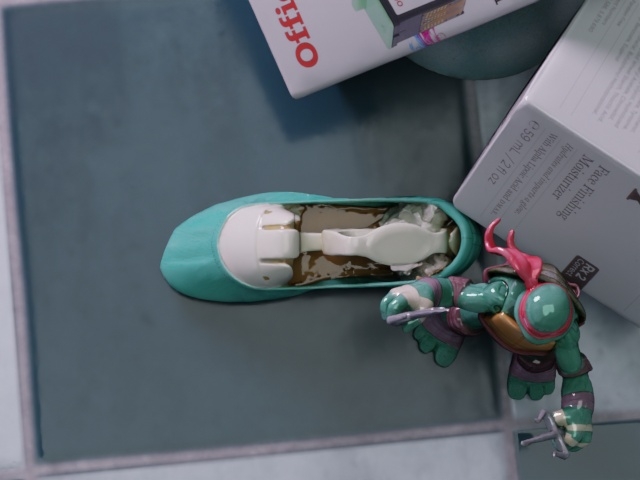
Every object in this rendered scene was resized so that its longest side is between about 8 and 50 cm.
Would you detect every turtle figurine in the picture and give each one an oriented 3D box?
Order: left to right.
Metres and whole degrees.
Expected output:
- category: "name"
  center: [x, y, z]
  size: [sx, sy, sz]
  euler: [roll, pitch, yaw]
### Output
- category: "turtle figurine"
  center: [0.136, 0.069, 1.197]
  size: [0.175, 0.234, 0.118]
  euler: [42, 84, 3]

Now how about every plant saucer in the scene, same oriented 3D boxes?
- category: "plant saucer"
  center: [0.124, -0.225, 1.329]
  size: [0.195, 0.037, 0.195]
  euler: [0, 84, -1]

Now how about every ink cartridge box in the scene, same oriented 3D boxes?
- category: "ink cartridge box"
  center: [0.072, -0.247, 1.216]
  size: [0.278, 0.117, 0.201]
  euler: [-21, 99, 23]

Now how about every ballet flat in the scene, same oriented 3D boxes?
- category: "ballet flat"
  center: [0.000, 0.000, 1.274]
  size: [0.247, 0.087, 0.083]
  euler: [-3, 84, -2]

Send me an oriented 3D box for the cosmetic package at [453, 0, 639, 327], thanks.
- category: "cosmetic package"
  center: [0.226, -0.062, 1.235]
  size: [0.183, 0.151, 0.151]
  euler: [33, 57, 3]
